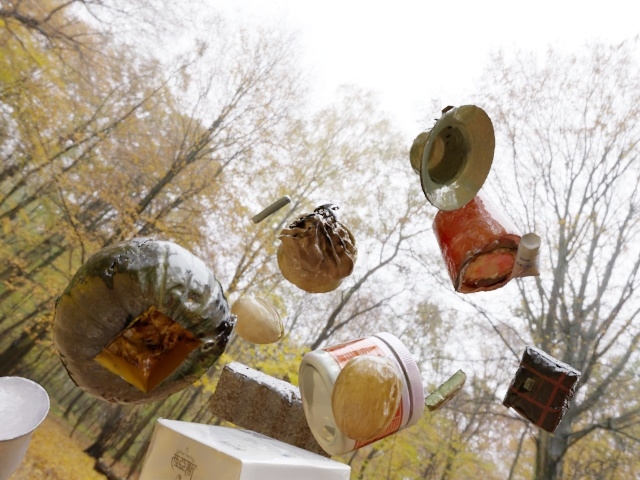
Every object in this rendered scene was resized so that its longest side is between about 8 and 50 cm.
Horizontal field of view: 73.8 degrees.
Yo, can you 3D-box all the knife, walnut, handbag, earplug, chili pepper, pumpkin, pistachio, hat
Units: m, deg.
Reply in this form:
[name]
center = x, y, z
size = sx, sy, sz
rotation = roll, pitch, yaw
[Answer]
[knife]
center = -0.177, -0.111, 1.556
size = 0.023, 0.162, 0.044
rotation = 58, 3, 31
[walnut]
center = 0.091, 0.318, 0.869
size = 0.144, 0.180, 0.144
rotation = 24, -4, 2
[handbag]
center = 0.679, 0.456, 1.311
size = 0.169, 0.216, 0.155
rotation = 25, 2, 33
[earplug]
center = -0.788, 0.500, 1.039
size = 0.172, 0.172, 0.302
rotation = 32, -66, 7
[chili pepper]
center = 0.466, -0.015, 1.322
size = 0.228, 0.306, 0.252
rotation = -9, -40, -12
[pumpkin]
center = -0.323, 0.154, 0.793
size = 0.321, 0.320, 0.192
rotation = 58, -6, -30
[pistachio]
center = -0.212, 0.270, 1.430
size = 0.200, 0.145, 0.117
rotation = 40, -4, 10
[hat]
center = 0.294, -0.210, 1.048
size = 0.130, 0.257, 0.257
rotation = 30, -26, 50

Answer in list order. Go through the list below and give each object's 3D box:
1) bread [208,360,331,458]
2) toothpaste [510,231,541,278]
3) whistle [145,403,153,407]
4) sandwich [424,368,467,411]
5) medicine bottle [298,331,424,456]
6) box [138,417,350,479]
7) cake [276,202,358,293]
[bread]
center = -0.132, 0.522, 1.319
size = 0.415, 0.166, 0.113
rotation = 17, 1, 10
[toothpaste]
center = 0.453, 0.044, 0.934
size = 0.067, 0.043, 0.194
rotation = -10, -30, 18
[whistle]
center = -0.529, 0.457, 1.377
size = 0.084, 0.105, 0.227
rotation = 12, -44, -36
[sandwich]
center = 0.534, 0.698, 1.884
size = 0.063, 0.244, 0.212
rotation = 46, -30, 33
[medicine bottle]
center = 0.096, 0.385, 1.092
size = 0.252, 0.240, 0.253
rotation = 29, -57, 59
[box]
center = -0.124, 0.367, 0.656
size = 0.203, 0.116, 0.274
rotation = 28, -25, -37
[cake]
center = 0.008, 0.001, 1.642
size = 0.332, 0.332, 0.321
rotation = 34, -40, 5
